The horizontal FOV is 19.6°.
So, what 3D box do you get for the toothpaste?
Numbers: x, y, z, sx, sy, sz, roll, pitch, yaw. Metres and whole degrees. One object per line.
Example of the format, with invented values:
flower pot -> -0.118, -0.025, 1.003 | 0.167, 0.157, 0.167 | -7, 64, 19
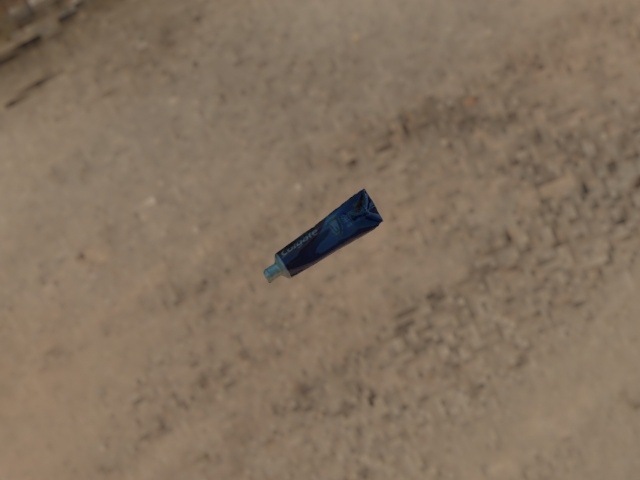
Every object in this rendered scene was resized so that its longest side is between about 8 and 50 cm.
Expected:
toothpaste -> 0.000, 0.000, 1.157 | 0.083, 0.019, 0.027 | -33, 71, -6
